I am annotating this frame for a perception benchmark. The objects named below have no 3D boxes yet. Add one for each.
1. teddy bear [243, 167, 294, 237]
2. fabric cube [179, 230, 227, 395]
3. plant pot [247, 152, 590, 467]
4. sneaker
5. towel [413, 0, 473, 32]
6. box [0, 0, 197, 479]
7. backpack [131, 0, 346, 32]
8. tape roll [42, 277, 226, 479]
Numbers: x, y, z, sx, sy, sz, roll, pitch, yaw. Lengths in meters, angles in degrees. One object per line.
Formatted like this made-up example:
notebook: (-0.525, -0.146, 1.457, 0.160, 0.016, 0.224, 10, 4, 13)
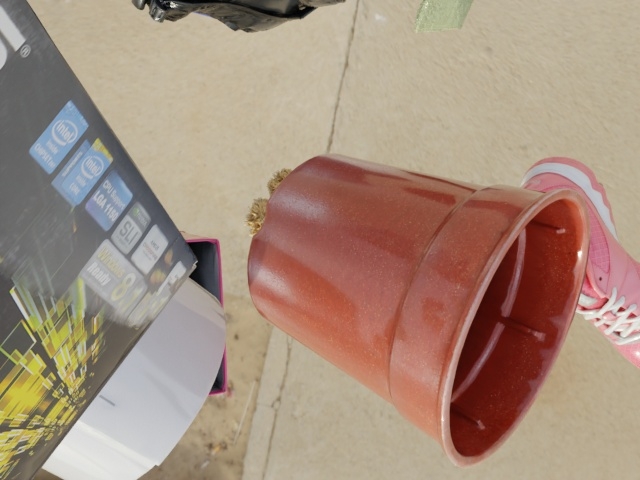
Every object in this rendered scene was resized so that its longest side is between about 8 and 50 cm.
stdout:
teddy bear: (0.000, 0.000, 1.610, 0.113, 0.245, 0.338, -25, 102, 51)
fabric cube: (-0.315, 0.120, 1.309, 0.259, 0.258, 0.254, -5, 97, -22)
plant pot: (0.086, 0.042, 0.790, 0.265, 0.272, 0.273, 22, 115, 34)
sneaker: (0.319, 0.057, 0.904, 0.314, 0.136, 0.116, 52, 133, 2)
towel: (0.227, -0.433, 1.386, 0.110, 0.027, 0.148, -10, 142, -25)
box: (-0.228, 0.042, 0.357, 0.097, 0.395, 0.318, 28, 72, 17)
backpack: (-0.084, -0.394, 1.052, 0.276, 0.263, 0.213, -12, 80, 22)
tape roll: (-0.241, 0.111, 0.809, 0.246, 0.246, 0.169, -39, 122, 15)
